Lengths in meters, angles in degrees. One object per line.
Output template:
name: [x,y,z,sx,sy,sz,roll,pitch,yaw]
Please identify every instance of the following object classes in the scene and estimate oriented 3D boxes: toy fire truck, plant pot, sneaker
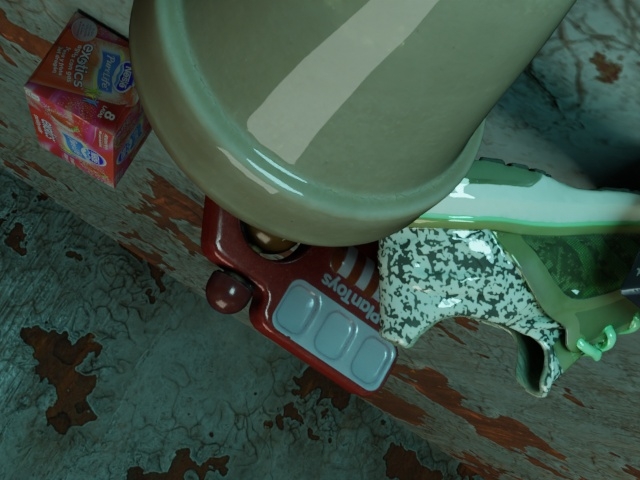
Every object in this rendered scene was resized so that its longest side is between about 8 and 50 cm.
toy fire truck: [0.000,0.000,1.050,0.302,0.254,0.169,36,163,-22]
plant pot: [0.042,-0.155,0.587,0.263,0.263,0.229,34,145,-16]
sneaker: [0.217,0.045,0.818,0.410,0.182,0.158,9,177,-12]

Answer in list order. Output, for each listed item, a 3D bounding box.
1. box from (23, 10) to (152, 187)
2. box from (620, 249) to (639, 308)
box: [-0.299,-0.177,1.265,0.128,0.123,0.257,30,164,-5]
box: [0.353,0.027,0.703,0.207,0.153,0.108,34,164,-17]
